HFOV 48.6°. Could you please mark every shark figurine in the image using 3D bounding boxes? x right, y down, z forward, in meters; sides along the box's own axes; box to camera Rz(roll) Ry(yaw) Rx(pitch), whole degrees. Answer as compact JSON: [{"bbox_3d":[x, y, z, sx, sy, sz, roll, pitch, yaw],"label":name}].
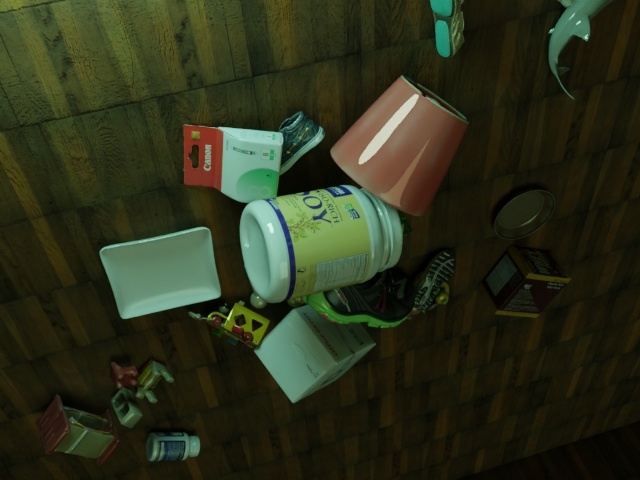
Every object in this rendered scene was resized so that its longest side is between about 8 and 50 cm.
[{"bbox_3d":[0.599,-0.476,1.676,0.166,0.116,0.278,2,131,-23],"label":"shark figurine"}]

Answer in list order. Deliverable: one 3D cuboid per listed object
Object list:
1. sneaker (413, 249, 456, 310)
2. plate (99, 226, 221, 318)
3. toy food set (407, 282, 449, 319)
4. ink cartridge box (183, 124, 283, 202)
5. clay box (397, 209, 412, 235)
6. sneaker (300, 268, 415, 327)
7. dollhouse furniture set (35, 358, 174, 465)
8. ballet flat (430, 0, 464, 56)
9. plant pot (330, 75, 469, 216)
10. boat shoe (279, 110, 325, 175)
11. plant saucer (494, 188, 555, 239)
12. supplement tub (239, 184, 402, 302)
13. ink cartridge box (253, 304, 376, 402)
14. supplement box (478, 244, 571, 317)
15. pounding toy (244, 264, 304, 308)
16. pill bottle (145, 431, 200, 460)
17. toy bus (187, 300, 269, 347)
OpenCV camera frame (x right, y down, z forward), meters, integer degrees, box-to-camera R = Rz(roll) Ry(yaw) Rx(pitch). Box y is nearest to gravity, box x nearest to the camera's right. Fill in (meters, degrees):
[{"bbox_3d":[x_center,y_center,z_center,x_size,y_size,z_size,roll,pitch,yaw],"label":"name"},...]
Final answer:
[{"bbox_3d":[0.336,0.111,2.197,0.081,0.094,0.208,35,93,-21],"label":"sneaker"},{"bbox_3d":[-0.413,0.078,1.864,0.277,0.045,0.278,-12,137,-10],"label":"plate"},{"bbox_3d":[0.325,0.208,2.291,0.217,0.071,0.128,-18,138,-5],"label":"toy food set"},{"bbox_3d":[-0.206,-0.174,1.646,0.224,0.056,0.181,3,133,-7],"label":"ink cartridge box"},{"bbox_3d":[0.125,-0.053,1.895,0.222,0.127,0.053,-13,137,-11],"label":"clay box"},{"bbox_3d":[0.147,0.123,1.988,0.482,0.185,0.202,4,121,-56],"label":"sneaker"},{"bbox_3d":[-0.650,0.481,2.134,0.374,0.152,0.201,-50,133,4],"label":"dollhouse furniture set"},{"bbox_3d":[0.284,-0.503,1.559,0.067,0.073,0.206,-41,146,-21],"label":"ballet flat"},{"bbox_3d":[0.200,-0.232,1.663,0.275,0.275,0.243,19,115,-37],"label":"plant pot"},{"bbox_3d":[-0.082,-0.229,1.684,0.183,0.065,0.083,-38,118,24],"label":"boat shoe"},{"bbox_3d":[0.608,-0.086,2.136,0.198,0.036,0.199,-12,137,-11],"label":"plant saucer"},{"bbox_3d":[0.000,0.000,1.671,0.331,0.241,0.241,-12,138,-23],"label":"supplement tub"},{"bbox_3d":[-0.013,0.312,2.080,0.197,0.198,0.270,-46,163,23],"label":"ink cartridge box"},{"bbox_3d":[0.665,0.136,2.318,0.191,0.129,0.194,8,131,-29],"label":"supplement box"},{"bbox_3d":[-0.084,0.130,2.008,0.236,0.110,0.183,-14,137,-10],"label":"pounding toy"},{"bbox_3d":[-0.505,0.707,2.434,0.169,0.094,0.094,9,129,-30],"label":"pill bottle"},{"bbox_3d":[-0.246,0.227,2.041,0.104,0.191,0.202,-63,142,-20],"label":"toy bus"}]
